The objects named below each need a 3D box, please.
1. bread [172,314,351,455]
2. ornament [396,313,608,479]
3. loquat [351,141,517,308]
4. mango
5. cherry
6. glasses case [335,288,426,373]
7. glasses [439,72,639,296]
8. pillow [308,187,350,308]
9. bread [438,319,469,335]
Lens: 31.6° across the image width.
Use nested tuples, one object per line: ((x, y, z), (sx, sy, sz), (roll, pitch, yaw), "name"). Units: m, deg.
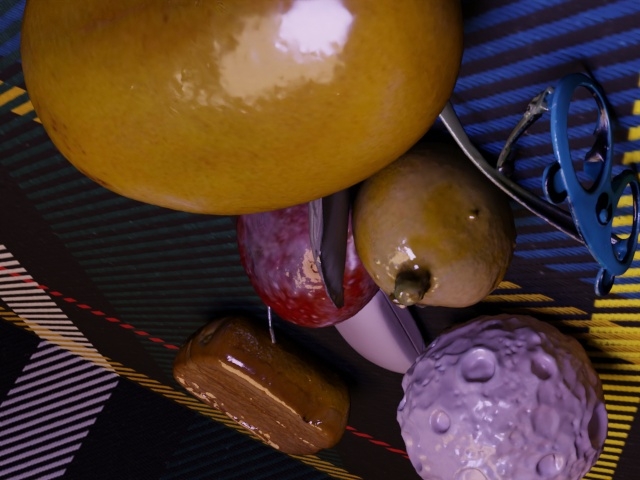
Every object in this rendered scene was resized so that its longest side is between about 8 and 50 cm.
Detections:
((-0.095, 0.259, 2.115), (0.337, 0.148, 0.328), (33, 156, -7), "bread")
((0.220, 0.208, 1.403), (0.225, 0.259, 0.259), (68, 158, 4), "ornament")
((0.109, -0.006, 1.118), (0.149, 0.204, 0.172), (-19, 121, 37), "loquat")
((-0.068, -0.159, 0.935), (0.446, 0.232, 0.300), (-12, 131, 47), "mango")
((0.000, 0.000, 1.288), (0.175, 0.192, 0.250), (-4, 167, -20), "cherry")
((0.072, 0.108, 1.612), (0.113, 0.075, 0.297), (19, 157, 29), "glasses case")
((0.202, -0.079, 1.007), (0.207, 0.102, 0.239), (49, 179, 41), "glasses")
((0.011, -0.048, 1.110), (0.038, 0.232, 0.130), (-3, 146, 8), "pillow")
((0.209, 0.154, 1.563), (0.113, 0.060, 0.082), (39, 158, -20), "bread")
